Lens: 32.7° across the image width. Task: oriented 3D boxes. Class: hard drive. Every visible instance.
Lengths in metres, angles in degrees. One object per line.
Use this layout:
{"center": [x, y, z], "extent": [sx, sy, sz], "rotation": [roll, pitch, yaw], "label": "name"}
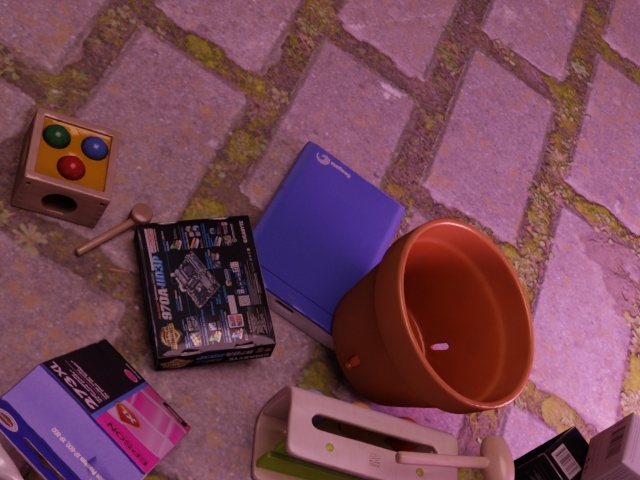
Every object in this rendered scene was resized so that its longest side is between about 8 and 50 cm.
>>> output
{"center": [0.000, 0.000, 1.791], "extent": [0.210, 0.040, 0.319], "rotation": [35, 49, -7], "label": "hard drive"}

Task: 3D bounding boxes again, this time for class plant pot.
{"center": [0.156, 0.136, 1.665], "extent": [0.290, 0.203, 0.291], "rotation": [20, 57, -35], "label": "plant pot"}

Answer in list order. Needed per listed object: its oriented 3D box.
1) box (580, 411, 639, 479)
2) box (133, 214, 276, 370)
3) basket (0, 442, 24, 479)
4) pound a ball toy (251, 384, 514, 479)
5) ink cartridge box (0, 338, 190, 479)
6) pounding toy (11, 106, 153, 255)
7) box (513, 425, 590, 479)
{"center": [0.442, 0.325, 1.570], "extent": [0.087, 0.102, 0.101], "rotation": [36, 44, -5], "label": "box"}
{"center": [-0.171, 0.073, 1.602], "extent": [0.175, 0.051, 0.220], "rotation": [-6, 63, -18], "label": "box"}
{"center": [-0.542, 0.264, 1.129], "extent": [0.328, 0.266, 0.331], "rotation": [-31, 80, -41], "label": "basket"}
{"center": [0.091, 0.285, 1.550], "extent": [0.319, 0.208, 0.136], "rotation": [19, 53, -20], "label": "pound a ball toy"}
{"center": [-0.267, 0.217, 1.312], "extent": [0.176, 0.069, 0.371], "rotation": [46, 5, 2], "label": "ink cartridge box"}
{"center": [-0.335, -0.075, 1.594], "extent": [0.206, 0.094, 0.181], "rotation": [16, 53, -22], "label": "pounding toy"}
{"center": [0.382, 0.439, 1.649], "extent": [0.103, 0.184, 0.261], "rotation": [-26, 77, -44], "label": "box"}
